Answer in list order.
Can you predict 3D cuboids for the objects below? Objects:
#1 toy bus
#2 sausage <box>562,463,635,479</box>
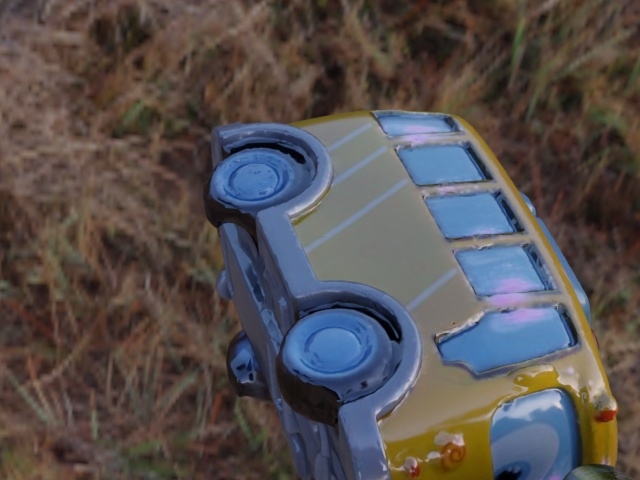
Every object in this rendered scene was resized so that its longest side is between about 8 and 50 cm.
[{"bbox_3d":[0.036,0.039,0.710,0.136,0.126,0.209,-14,43,-10],"label":"toy bus"},{"bbox_3d":[0.102,0.099,0.520,0.032,0.269,0.033,0,92,-1],"label":"sausage"}]
